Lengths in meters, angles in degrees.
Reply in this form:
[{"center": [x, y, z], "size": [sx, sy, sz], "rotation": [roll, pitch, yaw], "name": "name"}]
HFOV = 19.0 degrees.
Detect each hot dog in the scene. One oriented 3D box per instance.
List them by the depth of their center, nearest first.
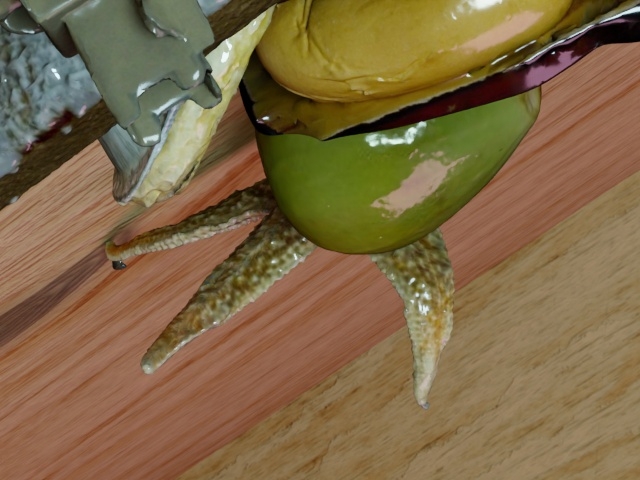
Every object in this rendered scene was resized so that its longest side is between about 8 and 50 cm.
[{"center": [0.077, -0.178, 1.209], "size": [0.326, 0.194, 0.107], "rotation": [-22, 129, 10], "name": "hot dog"}]

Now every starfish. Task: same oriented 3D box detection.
[{"center": [-0.002, -0.008, 1.756], "size": [0.383, 0.398, 0.132], "rotation": [-24, 130, -3], "name": "starfish"}]

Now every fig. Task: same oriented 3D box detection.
[{"center": [0.054, -0.104, 1.572], "size": [0.230, 0.207, 0.207], "rotation": [-43, 164, 26], "name": "fig"}]

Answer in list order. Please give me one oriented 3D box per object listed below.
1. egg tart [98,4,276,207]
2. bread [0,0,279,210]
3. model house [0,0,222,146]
[{"center": [-0.094, -0.134, 1.171], "size": [0.234, 0.094, 0.234], "rotation": [-159, -90, -78], "name": "egg tart"}, {"center": [-0.122, -0.149, 0.979], "size": [0.416, 0.165, 0.113], "rotation": [-35, 169, 20], "name": "bread"}, {"center": [-0.116, -0.146, 0.792], "size": [0.211, 0.243, 0.204], "rotation": [-31, 169, -2], "name": "model house"}]
